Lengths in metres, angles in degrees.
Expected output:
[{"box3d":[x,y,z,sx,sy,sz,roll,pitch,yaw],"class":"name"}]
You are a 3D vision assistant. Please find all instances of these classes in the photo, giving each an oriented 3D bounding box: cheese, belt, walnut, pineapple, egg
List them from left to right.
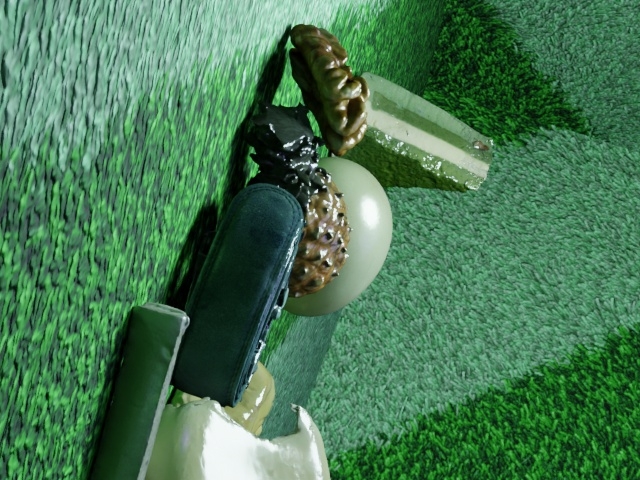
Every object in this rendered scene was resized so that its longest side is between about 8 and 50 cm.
[{"box3d":[-0.146,0.254,1.902,0.214,0.117,0.226,107,10,-52],"class":"cheese"},{"box3d":[-0.102,0.290,1.635,0.127,0.266,0.233,-22,-125,41],"class":"cheese"},{"box3d":[-0.098,0.060,1.690,0.206,0.116,0.268,-57,167,-80],"class":"belt"},{"box3d":[-0.043,-0.064,1.802,0.279,0.157,0.158,83,22,-44],"class":"pineapple"},{"box3d":[0.000,0.000,2.049,0.188,0.188,0.254,-64,174,-54],"class":"egg"},{"box3d":[0.013,-0.189,1.800,0.143,0.069,0.170,91,-22,-55],"class":"walnut"}]

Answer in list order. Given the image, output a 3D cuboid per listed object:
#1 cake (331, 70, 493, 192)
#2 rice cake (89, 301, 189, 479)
[{"box3d":[0.161,-0.193,2.626,0.172,0.283,0.158,74,31,-51],"class":"cake"},{"box3d":[-0.191,0.182,1.491,0.052,0.057,0.256,-107,-148,-69],"class":"rice cake"}]
